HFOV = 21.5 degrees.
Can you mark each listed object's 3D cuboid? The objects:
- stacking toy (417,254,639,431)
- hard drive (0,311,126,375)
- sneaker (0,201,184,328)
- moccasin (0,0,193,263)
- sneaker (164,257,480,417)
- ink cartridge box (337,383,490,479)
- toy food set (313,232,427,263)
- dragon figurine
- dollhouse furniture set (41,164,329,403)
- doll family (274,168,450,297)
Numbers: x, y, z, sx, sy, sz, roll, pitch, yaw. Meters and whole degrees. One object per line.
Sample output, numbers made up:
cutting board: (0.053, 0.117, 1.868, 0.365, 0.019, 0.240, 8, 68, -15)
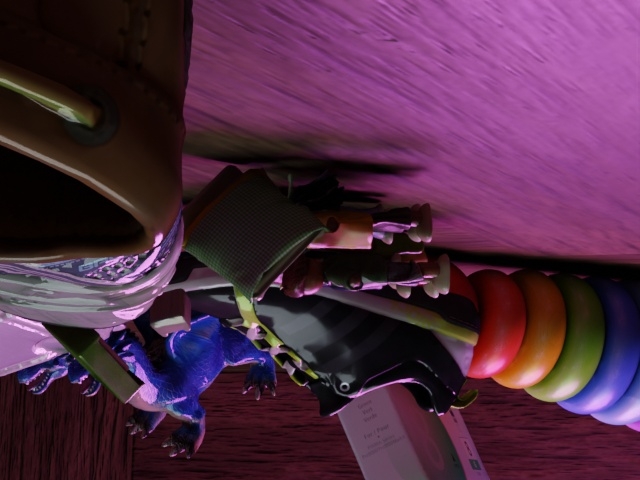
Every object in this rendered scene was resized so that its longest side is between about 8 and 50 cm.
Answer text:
stacking toy: (0.184, 0.078, 1.383, 0.330, 0.141, 0.141, 12, 169, -25)
hard drive: (-0.334, 0.060, 1.144, 0.339, 0.064, 0.237, -20, 156, 23)
sneaker: (-0.201, -0.032, 0.808, 0.283, 0.110, 0.122, 2, 154, -15)
moccasin: (-0.215, -0.045, 0.354, 0.380, 0.147, 0.139, 5, 156, -23)
sneaker: (0.001, 0.068, 1.123, 0.234, 0.097, 0.084, 11, 175, -14)
ink cartridge box: (0.051, 0.106, 1.356, 0.056, 0.225, 0.181, -26, 164, 16)
toy food set: (0.008, 0.005, 1.204, 0.132, 0.038, 0.192, 11, 175, -15)
dragon figurine: (-0.095, 0.064, 1.287, 0.085, 0.144, 0.289, 24, -133, 39)
dollhouse furniture set: (-0.077, 0.011, 0.912, 0.076, 0.152, 0.058, 36, 166, 39)
doll family: (0.000, 0.000, 1.005, 0.111, 0.076, 0.193, -1, 176, -12)
